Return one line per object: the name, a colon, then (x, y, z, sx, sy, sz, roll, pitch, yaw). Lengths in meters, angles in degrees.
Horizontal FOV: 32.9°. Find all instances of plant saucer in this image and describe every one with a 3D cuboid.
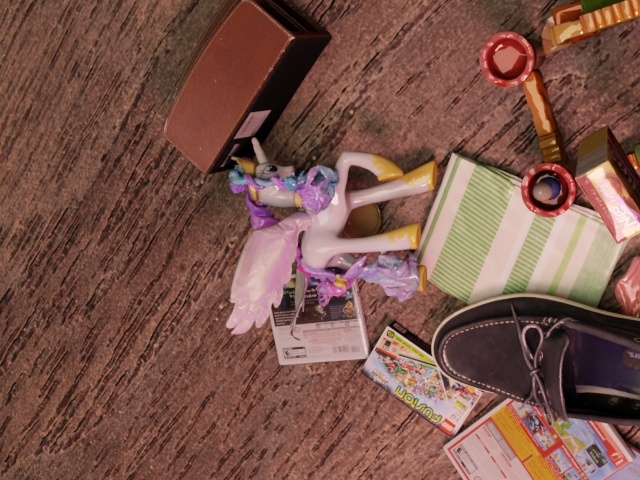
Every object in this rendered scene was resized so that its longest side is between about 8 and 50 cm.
plant saucer: (0.072, -0.043, 1.952, 0.083, 0.015, 0.083, 5, 103, 24)

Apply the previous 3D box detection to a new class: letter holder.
letter holder: (-0.166, -0.306, 1.931, 0.214, 0.152, 0.302, 42, 115, 13)

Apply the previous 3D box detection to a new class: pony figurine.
pony figurine: (0.000, 0.000, 1.857, 0.363, 0.303, 0.351, 4, 84, 18)

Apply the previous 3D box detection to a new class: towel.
towel: (0.330, 0.018, 1.837, 0.324, 0.038, 0.248, 26, 111, 16)

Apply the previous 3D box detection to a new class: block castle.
block castle: (0.489, -0.236, 1.606, 0.453, 0.213, 0.303, -17, 94, 27)

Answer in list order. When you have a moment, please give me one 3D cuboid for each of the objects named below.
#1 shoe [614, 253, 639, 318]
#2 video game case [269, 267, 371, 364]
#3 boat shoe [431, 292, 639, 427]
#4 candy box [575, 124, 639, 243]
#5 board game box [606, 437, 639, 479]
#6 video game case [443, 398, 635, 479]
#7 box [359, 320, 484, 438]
shoe: (0.511, 0.112, 1.760, 0.081, 0.063, 0.178, 28, 109, 22)
video game case: (-0.008, 0.142, 2.028, 0.190, 0.022, 0.173, -7, 99, 27)
boat shoe: (0.387, 0.195, 1.730, 0.500, 0.156, 0.187, 5, 108, 35)
candy box: (0.398, -0.079, 1.479, 0.053, 0.187, 0.109, -30, 101, 24)
board game box: (0.562, 0.453, 1.752, 0.281, 0.027, 0.145, 33, 101, 41)
video game case: (0.371, 0.367, 1.876, 0.285, 0.025, 0.204, -43, 69, 26)
box: (0.185, 0.250, 1.953, 0.207, 0.036, 0.114, 34, 113, 14)
